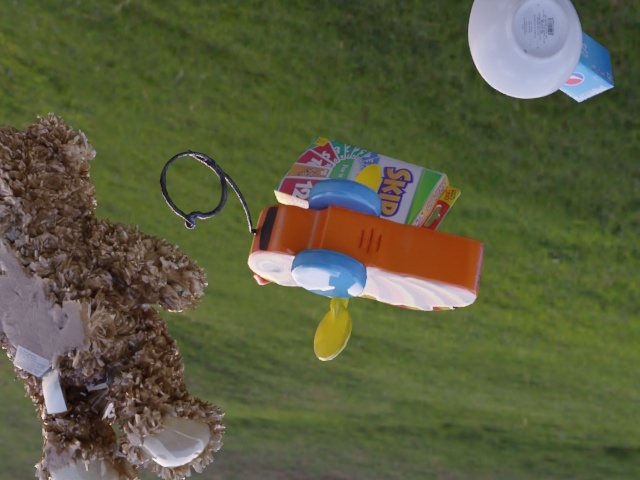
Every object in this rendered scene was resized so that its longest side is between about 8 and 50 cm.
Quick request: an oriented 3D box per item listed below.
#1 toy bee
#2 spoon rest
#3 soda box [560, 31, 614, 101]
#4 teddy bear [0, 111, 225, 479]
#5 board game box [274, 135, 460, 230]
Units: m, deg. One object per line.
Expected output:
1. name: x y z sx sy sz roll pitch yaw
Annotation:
1. toy bee: 0.000 0.000 1.029 0.298 0.195 0.162 36 156 0
2. spoon rest: 0.235 -0.300 1.206 0.137 0.276 0.084 1 -177 -13
3. soda box: 0.366 -0.294 1.642 0.210 0.071 0.067 23 147 -39
4. teddy bear: -0.207 0.065 0.893 0.245 0.338 0.113 -48 167 20
5. board game box: 0.069 -0.075 1.584 0.260 0.124 0.039 21 151 28
